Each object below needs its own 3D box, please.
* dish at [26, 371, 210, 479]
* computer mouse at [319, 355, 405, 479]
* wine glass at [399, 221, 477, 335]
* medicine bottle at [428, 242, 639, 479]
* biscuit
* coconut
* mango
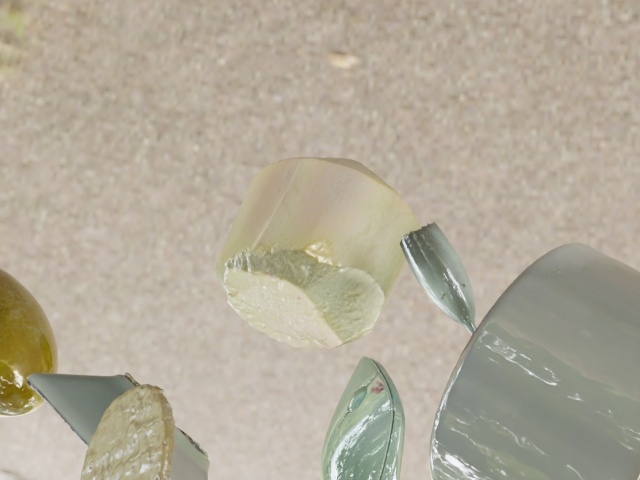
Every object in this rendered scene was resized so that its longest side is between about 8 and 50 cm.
[{"bbox_3d":[-0.181,0.205,1.644,0.182,0.080,0.243,42,172,22],"label":"dish"},{"bbox_3d":[0.052,0.314,2.378,0.097,0.159,0.288,-6,122,-16],"label":"computer mouse"},{"bbox_3d":[0.161,0.074,1.896,0.066,0.198,0.066,-28,169,-6],"label":"wine glass"},{"bbox_3d":[0.240,0.151,1.248,0.232,0.238,0.238,31,152,29],"label":"medicine bottle"},{"bbox_3d":[-0.135,0.156,1.124,0.015,0.120,0.120,22,142,-32],"label":"biscuit"},{"bbox_3d":[0.000,0.000,2.116,0.239,0.244,0.239,21,151,12],"label":"coconut"},{"bbox_3d":[-0.454,0.110,1.903,0.384,0.199,0.221,17,-171,38],"label":"mango"}]
